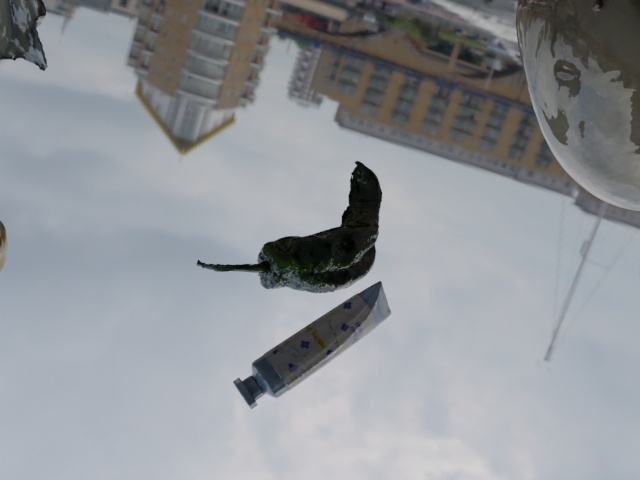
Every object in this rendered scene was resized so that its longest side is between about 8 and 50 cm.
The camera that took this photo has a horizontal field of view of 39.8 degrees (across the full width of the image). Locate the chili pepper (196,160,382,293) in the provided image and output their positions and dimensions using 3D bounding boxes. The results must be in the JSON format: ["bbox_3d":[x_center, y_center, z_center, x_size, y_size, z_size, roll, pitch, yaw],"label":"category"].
[{"bbox_3d":[0.000,0.000,1.017,0.122,0.065,0.279,44,-135,16],"label":"chili pepper"}]

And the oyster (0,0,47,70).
[{"bbox_3d":[-0.427,-0.312,0.996,0.275,0.271,0.100,12,-162,-2],"label":"oyster"}]

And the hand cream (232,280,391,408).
[{"bbox_3d":[-0.005,0.102,0.853,0.043,0.171,0.065,52,170,35],"label":"hand cream"}]

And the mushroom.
[{"bbox_3d":[0.345,-0.183,0.843,0.290,0.292,0.292,-22,177,25],"label":"mushroom"}]

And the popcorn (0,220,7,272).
[{"bbox_3d":[-0.475,-0.017,0.897,0.297,0.280,0.316,7,-160,-10],"label":"popcorn"}]
